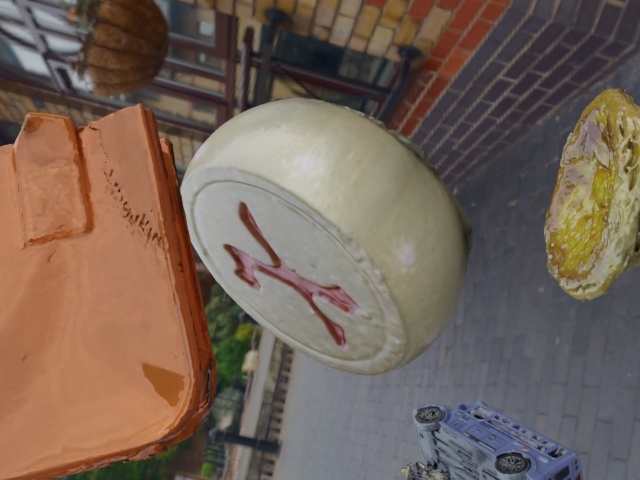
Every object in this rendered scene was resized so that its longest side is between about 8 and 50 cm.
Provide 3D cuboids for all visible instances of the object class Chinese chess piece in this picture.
[{"bbox_3d":[0.000,0.000,0.814,0.140,0.338,0.338,-50,-10,-31],"label":"Chinese chess piece"}]

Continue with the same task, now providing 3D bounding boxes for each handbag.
[{"bbox_3d":[-0.309,0.067,0.618,0.116,0.411,0.303,83,175,-79],"label":"handbag"}]

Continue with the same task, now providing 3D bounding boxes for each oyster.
[{"bbox_3d":[0.171,0.389,1.177,0.019,0.083,0.054,-56,-20,-46],"label":"oyster"}]

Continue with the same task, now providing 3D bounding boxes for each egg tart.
[{"bbox_3d":[0.453,-0.060,1.108,0.341,0.129,0.340,12,-90,-90],"label":"egg tart"}]

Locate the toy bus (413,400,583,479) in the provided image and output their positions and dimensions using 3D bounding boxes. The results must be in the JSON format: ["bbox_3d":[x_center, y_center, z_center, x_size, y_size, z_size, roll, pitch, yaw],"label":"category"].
[{"bbox_3d":[0.282,0.356,1.186,0.292,0.133,0.125,18,126,58],"label":"toy bus"}]
